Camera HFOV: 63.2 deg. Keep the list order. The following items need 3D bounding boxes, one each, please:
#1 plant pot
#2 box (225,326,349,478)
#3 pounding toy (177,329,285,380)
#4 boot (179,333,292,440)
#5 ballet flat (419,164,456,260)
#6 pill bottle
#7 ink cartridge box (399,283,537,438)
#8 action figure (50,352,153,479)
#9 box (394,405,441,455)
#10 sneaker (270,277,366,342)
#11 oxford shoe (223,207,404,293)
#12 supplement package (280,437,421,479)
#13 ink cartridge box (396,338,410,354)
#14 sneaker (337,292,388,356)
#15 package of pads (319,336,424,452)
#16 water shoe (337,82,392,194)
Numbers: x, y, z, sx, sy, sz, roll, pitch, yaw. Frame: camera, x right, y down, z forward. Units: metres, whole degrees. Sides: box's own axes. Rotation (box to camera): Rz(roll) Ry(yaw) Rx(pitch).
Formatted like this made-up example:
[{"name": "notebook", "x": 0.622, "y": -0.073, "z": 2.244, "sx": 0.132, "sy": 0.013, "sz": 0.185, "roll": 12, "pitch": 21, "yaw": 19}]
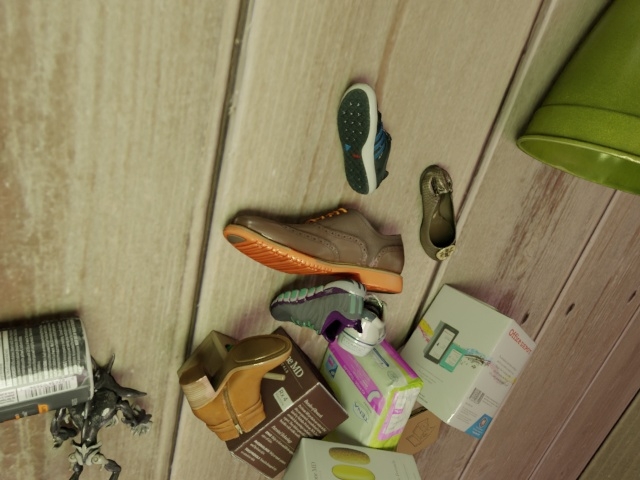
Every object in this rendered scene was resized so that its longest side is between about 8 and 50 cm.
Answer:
[{"name": "plant pot", "x": 0.621, "y": -0.292, "z": 0.986, "sx": 0.367, "sy": 0.366, "sz": 0.352, "roll": 14, "pitch": 100, "yaw": -39}, {"name": "box", "x": -0.089, "y": 0.323, "z": 1.034, "sx": 0.203, "sy": 0.168, "sz": 0.167, "roll": -38, "pitch": 134, "yaw": -6}, {"name": "pounding toy", "x": -0.166, "y": 0.248, "z": 0.957, "sx": 0.141, "sy": 0.130, "sz": 0.100, "roll": -49, "pitch": 134, "yaw": 5}, {"name": "boot", "x": -0.119, "y": 0.248, "z": 0.872, "sx": 0.197, "sy": 0.073, "sz": 0.152, "roll": -21, "pitch": 119, "yaw": 2}, {"name": "ballet flat", "x": 0.251, "y": -0.043, "z": 1.080, "sx": 0.084, "sy": 0.058, "sz": 0.249, "roll": -27, "pitch": 132, "yaw": -15}, {"name": "pill bottle", "x": -0.457, "y": 0.190, "z": 0.725, "sx": 0.246, "sy": 0.130, "sz": 0.130, "roll": -7, "pitch": 124, "yaw": -29}, {"name": "ink cartridge box", "x": 0.338, "y": 0.286, "z": 1.240, "sx": 0.198, "sy": 0.197, "sz": 0.270, "roll": 38, "pitch": 84, "yaw": -43}, {"name": "action figure", "x": -0.376, "y": 0.325, "z": 0.869, "sx": 0.164, "sy": 0.141, "sz": 0.275, "roll": 6, "pitch": 79, "yaw": -7}, {"name": "box", "x": 0.296, "y": 0.572, "z": 1.565, "sx": 0.164, "sy": 0.021, "sz": 0.201, "roll": -17, "pitch": 128, "yaw": -23}, {"name": "sneaker", "x": -0.015, "y": 0.138, "z": 0.931, "sx": 0.083, "sy": 0.098, "sz": 0.224, "roll": 22, "pitch": 149, "yaw": -38}, {"name": "oxford shoe", "x": 0.000, "y": 0.000, "z": 0.930, "sx": 0.364, "sy": 0.130, "sz": 0.132, "roll": 18, "pitch": 77, "yaw": -33}, {"name": "supplement package", "x": 0.061, "y": 0.488, "z": 0.988, "sx": 0.244, "sy": 0.139, "sz": 0.133, "roll": 15, "pitch": 115, "yaw": -17}, {"name": "ink cartridge box", "x": 0.224, "y": 0.346, "z": 1.340, "sx": 0.225, "sy": 0.056, "sz": 0.181, "roll": -35, "pitch": 134, "yaw": -6}, {"name": "sneaker", "x": 0.098, "y": 0.152, "z": 1.019, "sx": 0.091, "sy": 0.094, "sz": 0.258, "roll": -61, "pitch": 175, "yaw": 8}, {"name": "package of pads", "x": 0.086, "y": 0.347, "z": 1.126, "sx": 0.101, "sy": 0.229, "sz": 0.296, "roll": -2, "pitch": 122, "yaw": -33}, {"name": "water shoe", "x": 0.078, "y": -0.177, "z": 0.880, "sx": 0.080, "sy": 0.073, "sz": 0.203, "roll": -39, "pitch": 142, "yaw": -35}]
